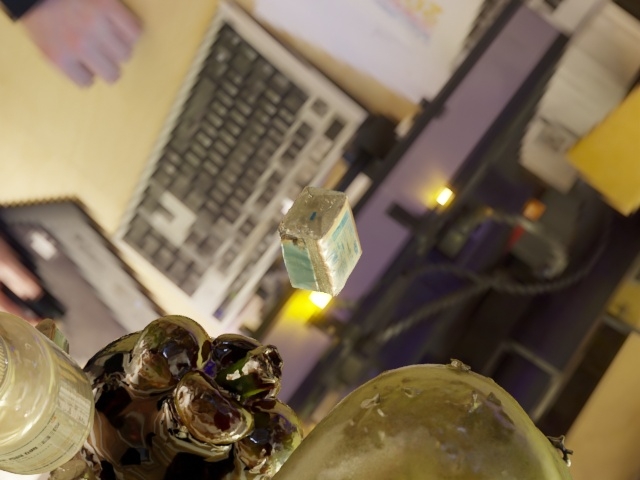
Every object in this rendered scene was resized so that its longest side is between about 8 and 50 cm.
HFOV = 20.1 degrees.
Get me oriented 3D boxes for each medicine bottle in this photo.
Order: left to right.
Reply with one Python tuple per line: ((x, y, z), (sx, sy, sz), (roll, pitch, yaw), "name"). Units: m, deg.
((-0.256, 0.114, 1.419), (0.114, 0.114, 0.252), (31, 170, 12), "medicine bottle")

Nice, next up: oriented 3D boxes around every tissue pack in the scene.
((0.000, 0.000, 1.839), (0.058, 0.074, 0.094), (16, 145, 26), "tissue pack")

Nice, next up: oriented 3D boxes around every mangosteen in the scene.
((-0.141, 0.211, 2.002), (0.287, 0.287, 0.233), (25, 180, 20), "mangosteen")

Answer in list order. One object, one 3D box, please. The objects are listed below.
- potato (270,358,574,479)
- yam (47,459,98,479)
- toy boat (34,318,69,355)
((0.064, 0.281, 1.606), (0.270, 0.359, 0.219), (41, -170, -24), "potato")
((-0.225, 0.329, 1.921), (0.057, 0.057, 0.241), (10, 133, 38), "yam")
((-0.338, 0.160, 2.039), (0.080, 0.229, 0.046), (9, 118, 7), "toy boat")
